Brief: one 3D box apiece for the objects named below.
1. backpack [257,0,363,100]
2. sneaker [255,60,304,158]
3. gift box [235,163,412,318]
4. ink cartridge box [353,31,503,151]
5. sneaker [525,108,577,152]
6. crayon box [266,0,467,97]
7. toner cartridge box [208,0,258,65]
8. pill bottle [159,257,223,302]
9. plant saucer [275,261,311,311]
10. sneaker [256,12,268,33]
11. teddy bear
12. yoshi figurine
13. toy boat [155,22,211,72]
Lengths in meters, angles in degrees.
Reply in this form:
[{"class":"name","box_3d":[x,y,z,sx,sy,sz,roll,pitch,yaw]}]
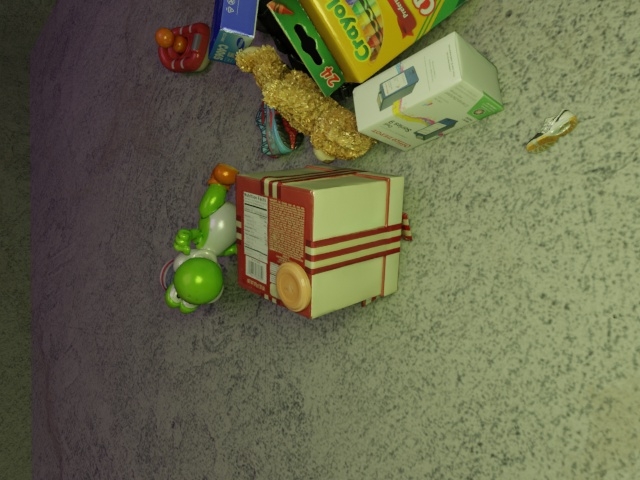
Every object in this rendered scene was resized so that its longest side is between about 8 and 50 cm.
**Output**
[{"class":"backpack","box_3d":[-0.006,-0.466,1.079,0.213,0.276,0.263,-48,37,-12]},{"class":"sneaker","box_3d":[-0.124,-0.329,1.267,0.125,0.104,0.262,-22,66,42]},{"class":"gift box","box_3d":[0.000,0.000,0.973,0.255,0.258,0.277,23,117,43]},{"class":"ink cartridge box","box_3d":[0.186,-0.249,0.904,0.212,0.154,0.093,-16,72,41]},{"class":"sneaker","box_3d":[0.360,-0.172,0.809,0.083,0.032,0.037,-36,44,28]},{"class":"crayon box","box_3d":[0.092,-0.427,0.911,0.318,0.202,0.081,-39,25,-2]},{"class":"toner cartridge box","box_3d":[-0.177,-0.581,1.114,0.165,0.075,0.348,175,102,-70]},{"class":"pill bottle","box_3d":[-0.346,0.112,1.386,0.180,0.108,0.108,11,89,46]},{"class":"plant saucer","box_3d":[-0.048,0.076,0.841,0.083,0.013,0.084,15,110,46]},{"class":"sneaker","box_3d":[-0.117,-0.599,1.341,0.234,0.106,0.078,-6,53,19]},{"class":"teddy bear","box_3d":[-0.042,-0.274,1.061,0.338,0.245,0.113,41,96,-3]},{"class":"yoshi figurine","box_3d":[-0.247,0.010,1.217,0.203,0.203,0.362,22,81,14]},{"class":"toy boat","box_3d":[-0.450,-0.620,1.618,0.231,0.151,0.151,14,91,45]}]
